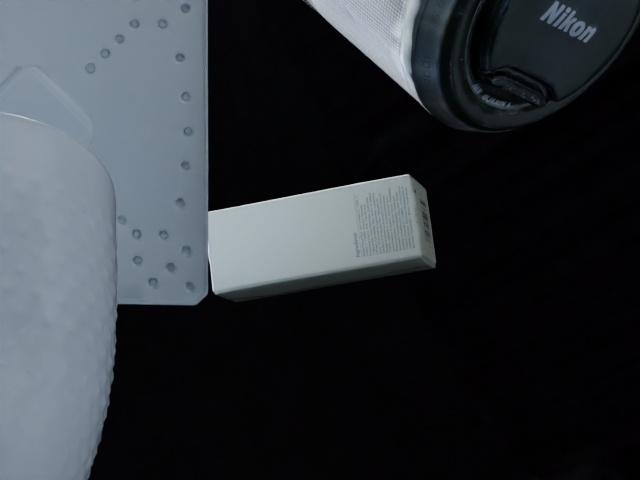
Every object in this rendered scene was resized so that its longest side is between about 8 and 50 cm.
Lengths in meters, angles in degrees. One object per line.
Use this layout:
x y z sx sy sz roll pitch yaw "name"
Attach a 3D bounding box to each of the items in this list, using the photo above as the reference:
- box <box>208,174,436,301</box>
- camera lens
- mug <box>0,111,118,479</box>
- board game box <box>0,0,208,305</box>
0.000 0.000 2.156 0.094 0.275 0.113 30 -128 -71 "box"
0.094 -0.228 1.248 0.219 0.219 0.274 14 -155 -50 "camera lens"
-0.354 0.103 1.411 0.276 0.374 0.328 87 179 -60 "mug"
-0.316 -0.126 1.881 0.050 0.390 0.390 -82 -7 -77 "board game box"
